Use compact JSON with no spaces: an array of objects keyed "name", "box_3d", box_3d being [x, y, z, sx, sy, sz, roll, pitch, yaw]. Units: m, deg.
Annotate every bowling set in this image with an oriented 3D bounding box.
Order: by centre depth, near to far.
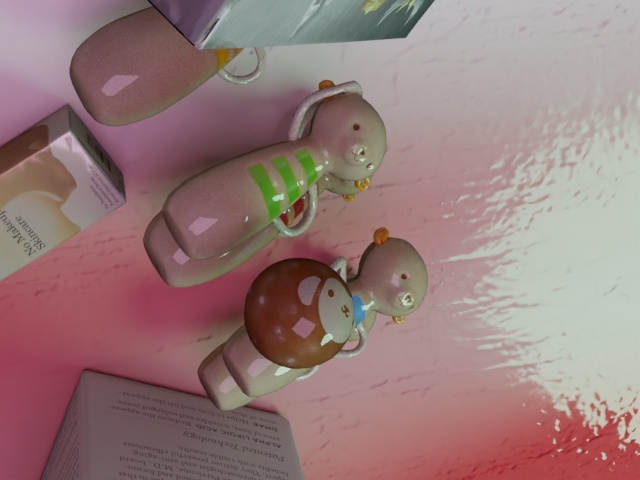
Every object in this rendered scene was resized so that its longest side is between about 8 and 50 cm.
[{"name":"bowling set","box_3d":[0.000,0.000,0.655,0.154,0.200,0.287,-30,127,-17]}]

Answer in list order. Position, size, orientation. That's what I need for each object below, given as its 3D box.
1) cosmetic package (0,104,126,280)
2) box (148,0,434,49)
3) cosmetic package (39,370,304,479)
[{"name":"cosmetic package","box_3d":[-0.178,-0.022,0.697,0.115,0.041,0.060,-33,120,6]},{"name":"box","box_3d":[0.035,-0.171,0.515,0.056,0.231,0.183,45,114,11]},{"name":"cosmetic package","box_3d":[-0.101,0.206,0.753,0.151,0.184,0.151,16,114,-20]}]
